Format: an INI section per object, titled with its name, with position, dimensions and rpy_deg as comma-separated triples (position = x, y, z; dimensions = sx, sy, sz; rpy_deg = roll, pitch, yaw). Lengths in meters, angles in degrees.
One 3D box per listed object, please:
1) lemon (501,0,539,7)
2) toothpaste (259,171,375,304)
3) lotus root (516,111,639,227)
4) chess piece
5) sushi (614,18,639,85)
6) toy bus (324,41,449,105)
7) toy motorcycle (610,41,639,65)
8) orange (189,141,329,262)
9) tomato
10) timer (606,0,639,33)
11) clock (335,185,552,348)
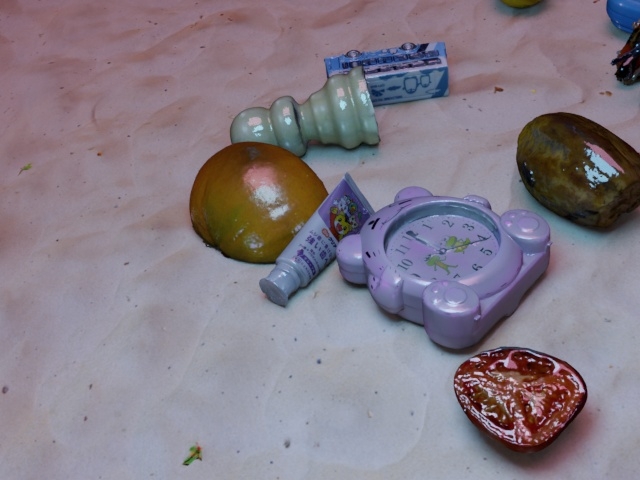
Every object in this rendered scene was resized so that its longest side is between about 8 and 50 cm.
[lemon]
position = 0.550, -0.733, 2.104
dimensions = 0.181, 0.180, 0.193
rpy_deg = 9, 61, 23
[toothpaste]
position = 0.000, 0.000, 1.474
dimensions = 0.299, 0.114, 0.073
rpy_deg = -48, 20, -30
[lotus root]
position = 0.483, -0.137, 1.464
dimensions = 0.193, 0.193, 0.291
rpy_deg = -24, 45, -13
[chess piece]
position = -0.041, -0.265, 1.731
dimensions = 0.330, 0.182, 0.182
rpy_deg = -14, 41, 6
[sushi]
position = 0.753, -0.452, 1.775
dimensions = 0.226, 0.097, 0.103
rpy_deg = -57, 13, 3
[toy bus]
position = 0.164, -0.403, 1.879
dimensions = 0.297, 0.106, 0.131
rpy_deg = -8, 45, 3
[toy motorcycle]
position = 0.806, -0.398, 1.666
dimensions = 0.358, 0.125, 0.212
rpy_deg = -38, 83, -16
[orange]
position = -0.124, -0.078, 1.591
dimensions = 0.274, 0.274, 0.310
rpy_deg = -35, 77, -24
[tomato]
position = 0.290, 0.236, 1.141
dimensions = 0.166, 0.082, 0.174
rpy_deg = -39, 52, -23
[timer]
position = 0.907, -0.599, 1.913
dimensions = 0.340, 0.115, 0.309
rpy_deg = -34, 48, -23
[clock]
position = 0.211, 0.028, 1.373
dimensions = 0.322, 0.113, 0.295
rpy_deg = 27, 54, 37
